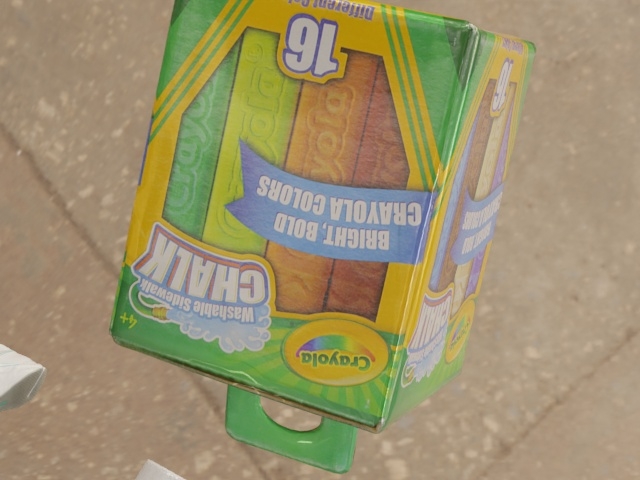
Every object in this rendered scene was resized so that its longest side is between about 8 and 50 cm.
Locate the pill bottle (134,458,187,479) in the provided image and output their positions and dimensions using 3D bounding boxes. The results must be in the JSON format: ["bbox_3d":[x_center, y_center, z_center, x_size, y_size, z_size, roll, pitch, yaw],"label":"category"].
[{"bbox_3d":[-0.145,0.267,0.948,0.108,0.108,0.180,32,77,-14],"label":"pill bottle"}]

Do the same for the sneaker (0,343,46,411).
[{"bbox_3d":[-0.331,0.145,1.158,0.061,0.053,0.152,34,31,18],"label":"sneaker"}]

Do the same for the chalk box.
[{"bbox_3d":[0.000,0.000,0.547,0.132,0.132,0.213,15,99,19],"label":"chalk box"}]
